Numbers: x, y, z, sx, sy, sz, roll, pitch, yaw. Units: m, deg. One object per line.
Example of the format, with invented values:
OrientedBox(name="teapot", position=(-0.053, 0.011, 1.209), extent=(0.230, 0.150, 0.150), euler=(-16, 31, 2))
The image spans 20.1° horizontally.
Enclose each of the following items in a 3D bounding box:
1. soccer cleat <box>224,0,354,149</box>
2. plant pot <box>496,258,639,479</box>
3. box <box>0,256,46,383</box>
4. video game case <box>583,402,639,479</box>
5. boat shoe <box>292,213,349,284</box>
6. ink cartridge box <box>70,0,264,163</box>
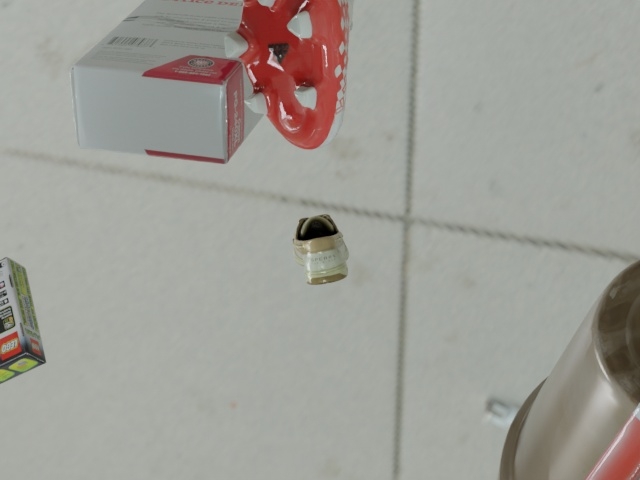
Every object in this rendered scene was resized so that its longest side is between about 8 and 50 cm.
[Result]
OrientedBox(name="soccer cleat", position=(-0.002, -0.061, 0.365), extent=(0.029, 0.035, 0.083), euler=(-9, 92, 48))
OrientedBox(name="plant pot", position=(0.315, 0.162, 1.523), extent=(0.323, 0.323, 0.280), euler=(16, 144, 14))
OrientedBox(name="box", position=(-0.383, 0.111, 1.826), extent=(0.207, 0.036, 0.114), euler=(-24, 62, 15))
OrientedBox(name="video game case", position=(0.155, 0.204, 1.013), extent=(0.025, 0.204, 0.285), euler=(44, 112, 31))
OrientedBox(name="boat shoe", position=(0.000, 0.000, 1.577), extent=(0.050, 0.135, 0.045), euler=(-11, 105, -6))
OrientedBox(name="ink cartridge box", position=(-0.090, -0.114, 1.231), extent=(0.109, 0.150, 0.063), euler=(7, 118, 15))
